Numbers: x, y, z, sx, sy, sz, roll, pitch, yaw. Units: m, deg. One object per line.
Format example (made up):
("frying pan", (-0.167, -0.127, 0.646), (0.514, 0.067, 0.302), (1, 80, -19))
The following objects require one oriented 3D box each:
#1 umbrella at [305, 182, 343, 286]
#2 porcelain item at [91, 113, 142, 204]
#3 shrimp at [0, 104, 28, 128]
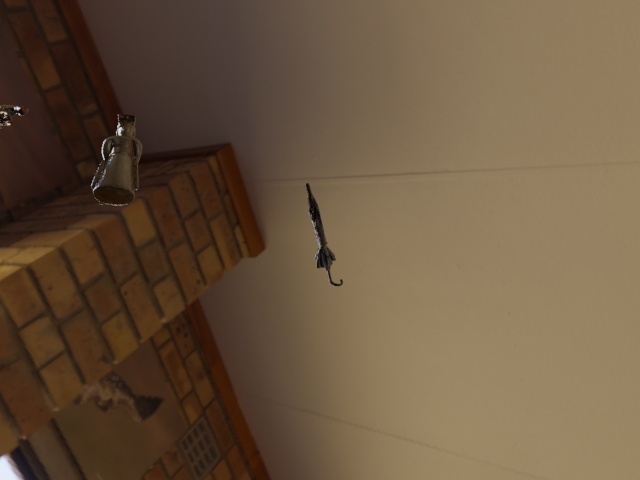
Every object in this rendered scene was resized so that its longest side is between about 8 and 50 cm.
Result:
("umbrella", (-0.005, 0.000, 1.089), (0.044, 0.044, 0.269), (1, -43, 20))
("porcelain item", (-0.389, -0.162, 1.164), (0.084, 0.213, 0.054), (4, -40, -13))
("shrimp", (-0.593, -0.234, 1.128), (0.162, 0.095, 0.045), (19, -73, 41))
